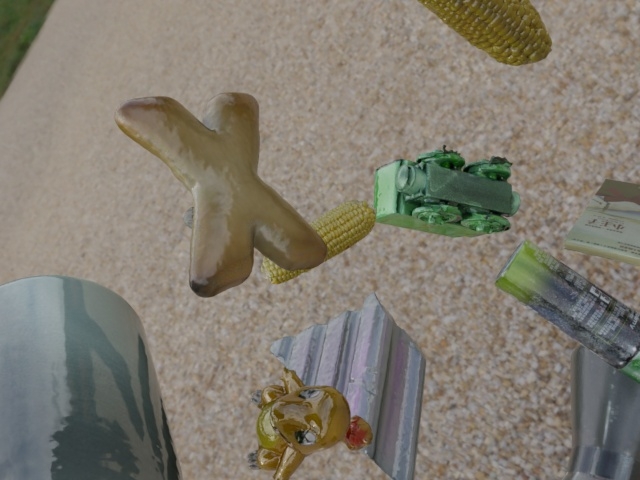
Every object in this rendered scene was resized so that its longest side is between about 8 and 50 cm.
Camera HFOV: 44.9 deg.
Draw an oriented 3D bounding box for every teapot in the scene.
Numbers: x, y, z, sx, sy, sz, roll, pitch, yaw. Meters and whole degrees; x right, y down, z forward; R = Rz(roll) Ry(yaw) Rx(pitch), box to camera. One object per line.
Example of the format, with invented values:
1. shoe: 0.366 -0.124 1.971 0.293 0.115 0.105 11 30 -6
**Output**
1. teapot: 0.616 0.385 1.531 0.253 0.300 0.344 106 -174 -70

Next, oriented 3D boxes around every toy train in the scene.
1. toy train: 0.219 -0.075 1.357 0.188 0.243 0.132 161 116 -64

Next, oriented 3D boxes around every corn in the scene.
1. corn: 0.000 0.000 1.205 0.206 0.067 0.067 -31 24 -14
2. corn: 0.175 -0.298 0.919 0.097 0.261 0.097 -43 28 30

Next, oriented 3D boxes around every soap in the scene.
1. soap: 0.029 0.273 1.259 0.257 0.159 0.302 -24 33 33

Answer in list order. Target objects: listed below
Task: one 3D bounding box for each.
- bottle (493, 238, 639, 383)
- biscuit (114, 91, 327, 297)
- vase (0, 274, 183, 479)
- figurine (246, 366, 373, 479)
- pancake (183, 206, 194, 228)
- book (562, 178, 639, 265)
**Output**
1. bottle: 0.436 0.126 1.222 0.093 0.330 0.093 -53 -10 -13
2. biscuit: -0.091 -0.055 0.758 0.047 0.164 0.208 -40 71 45
3. vase: -0.217 0.178 0.610 0.245 0.245 0.291 -51 36 14
4. figurine: -0.002 0.188 0.780 0.176 0.122 0.121 129 149 -67
5. pancake: -0.156 -0.034 1.201 0.115 0.115 0.011 -112 29 -57
6. book: 0.571 -0.032 1.383 0.201 0.026 0.289 16 34 27
